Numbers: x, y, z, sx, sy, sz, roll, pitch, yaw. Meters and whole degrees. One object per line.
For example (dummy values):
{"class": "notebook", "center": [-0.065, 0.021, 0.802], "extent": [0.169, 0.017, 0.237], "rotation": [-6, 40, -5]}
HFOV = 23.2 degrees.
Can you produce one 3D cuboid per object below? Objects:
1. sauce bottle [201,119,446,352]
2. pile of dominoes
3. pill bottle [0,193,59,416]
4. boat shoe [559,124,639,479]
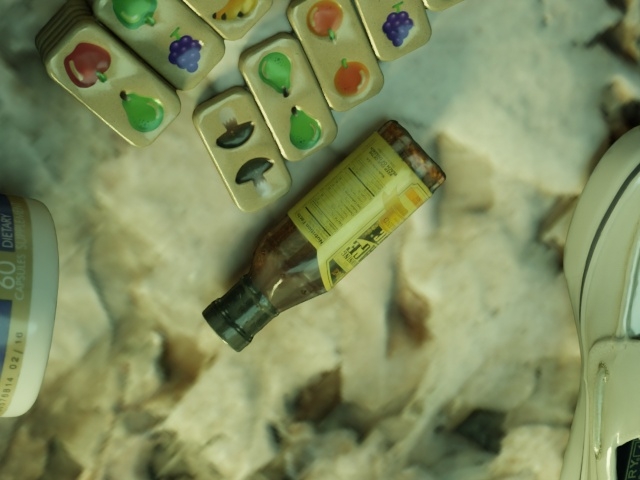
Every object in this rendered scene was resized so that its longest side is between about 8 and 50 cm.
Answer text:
{"class": "sauce bottle", "center": [0.000, 0.000, 0.721], "extent": [0.128, 0.042, 0.042], "rotation": [-43, 120, 5]}
{"class": "pile of dominoes", "center": [-0.006, -0.144, 0.653], "extent": [0.251, 0.040, 0.196], "rotation": [-46, 120, 5]}
{"class": "pill bottle", "center": [-0.198, 0.020, 0.628], "extent": [0.169, 0.094, 0.094], "rotation": [6, 111, -22]}
{"class": "boat shoe", "center": [0.174, 0.075, 0.789], "extent": [0.096, 0.088, 0.267], "rotation": [-2, 114, -18]}
